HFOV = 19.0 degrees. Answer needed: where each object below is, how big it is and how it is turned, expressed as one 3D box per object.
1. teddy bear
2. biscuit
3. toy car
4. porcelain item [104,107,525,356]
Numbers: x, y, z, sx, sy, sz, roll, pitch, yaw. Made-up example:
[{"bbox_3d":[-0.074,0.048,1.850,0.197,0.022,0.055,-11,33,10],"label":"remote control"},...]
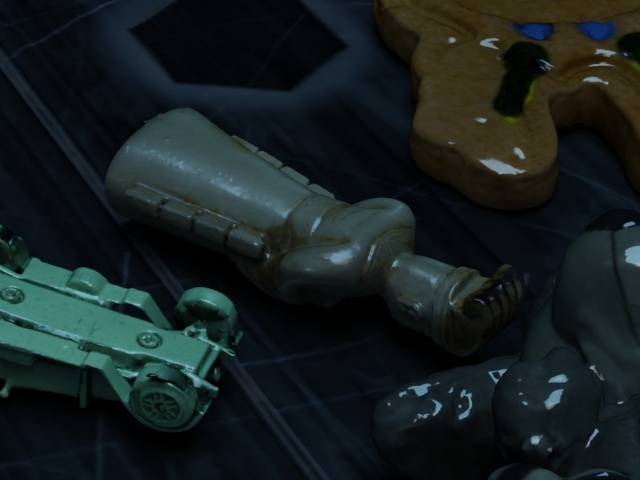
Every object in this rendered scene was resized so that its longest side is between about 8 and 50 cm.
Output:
[{"bbox_3d":[0.111,0.075,0.763,0.171,0.144,0.251,-15,35,-4],"label":"teddy bear"},{"bbox_3d":[0.134,-0.127,1.123,0.202,0.047,0.334,1,35,-6],"label":"biscuit"},{"bbox_3d":[-0.110,0.043,0.849,0.143,0.054,0.073,16,38,8],"label":"toy car"},{"bbox_3d":[0.000,0.000,0.920,0.213,0.054,0.084,25,43,27],"label":"porcelain item"}]
